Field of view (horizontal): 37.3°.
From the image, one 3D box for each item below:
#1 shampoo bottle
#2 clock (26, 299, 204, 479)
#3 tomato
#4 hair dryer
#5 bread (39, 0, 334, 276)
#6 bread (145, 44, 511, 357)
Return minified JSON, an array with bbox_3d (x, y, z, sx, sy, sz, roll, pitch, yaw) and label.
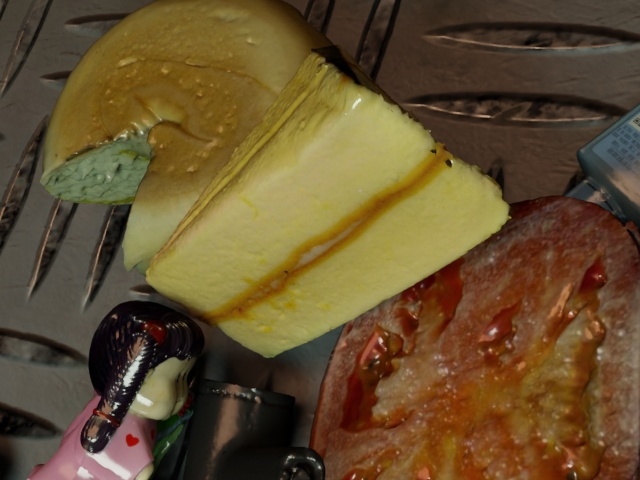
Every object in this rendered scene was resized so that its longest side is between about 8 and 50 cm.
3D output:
[{"bbox_3d":[0.294,-0.077,0.801,0.258,0.061,0.104,-39,58,4],"label":"shampoo bottle"},{"bbox_3d":[-0.168,0.149,0.840,0.100,0.194,0.195,26,89,4],"label":"clock"},{"bbox_3d":[0.140,0.139,0.711,0.338,0.144,0.338,-33,37,29],"label":"tomato"},{"bbox_3d":[-0.055,0.198,0.752,0.089,0.251,0.197,15,70,-14],"label":"hair dryer"},{"bbox_3d":[-0.110,-0.103,0.945,0.333,0.160,0.333,-9,65,20],"label":"bread"},{"bbox_3d":[-0.003,0.002,0.748,0.264,0.168,0.163,-52,22,10],"label":"bread"}]
